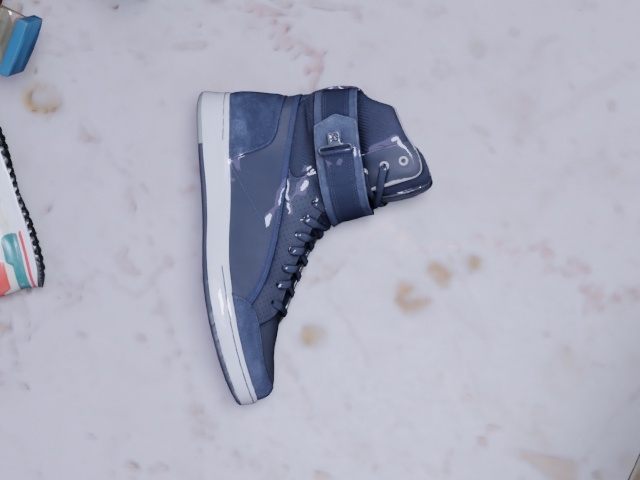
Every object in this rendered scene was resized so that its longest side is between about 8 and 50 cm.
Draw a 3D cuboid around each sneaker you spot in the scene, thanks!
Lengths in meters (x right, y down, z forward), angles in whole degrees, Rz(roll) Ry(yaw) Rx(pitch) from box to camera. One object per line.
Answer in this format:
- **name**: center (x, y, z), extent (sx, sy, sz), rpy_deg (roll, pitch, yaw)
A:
- **sneaker**: center (-0.253, -0.033, 0.912), extent (0.075, 0.057, 0.161), rpy_deg (-19, 87, -9)
- **sneaker**: center (0.000, -0.001, 0.898), extent (0.164, 0.086, 0.226), rpy_deg (-3, 82, 1)

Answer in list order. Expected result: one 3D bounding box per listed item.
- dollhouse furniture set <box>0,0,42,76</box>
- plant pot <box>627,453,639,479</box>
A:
- **dollhouse furniture set**: center (-0.185, -0.192, 0.916), extent (0.129, 0.129, 0.183), rpy_deg (26, 108, 2)
- **plant pot**: center (0.341, 0.207, 0.735), extent (0.306, 0.334, 0.333), rpy_deg (24, 83, 10)
